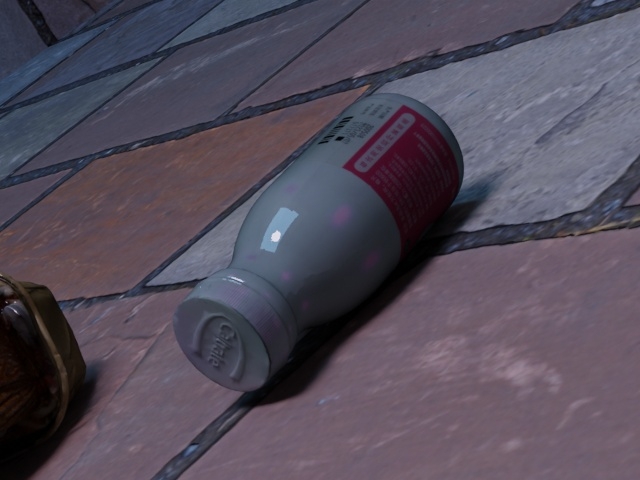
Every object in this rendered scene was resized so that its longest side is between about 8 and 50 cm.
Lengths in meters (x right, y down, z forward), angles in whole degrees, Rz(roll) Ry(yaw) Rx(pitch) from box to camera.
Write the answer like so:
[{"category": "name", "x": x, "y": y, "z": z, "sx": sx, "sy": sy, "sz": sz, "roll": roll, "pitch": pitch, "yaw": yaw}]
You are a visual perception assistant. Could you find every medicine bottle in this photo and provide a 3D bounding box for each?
[{"category": "medicine bottle", "x": 0.000, "y": 0.000, "z": 1.098, "sx": 0.090, "sy": 0.090, "sz": 0.216, "roll": -16, "pitch": 22, "yaw": 45}]

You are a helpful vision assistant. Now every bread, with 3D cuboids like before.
[{"category": "bread", "x": -0.271, "y": 0.114, "z": 1.211, "sx": 0.224, "sy": 0.142, "sz": 0.212, "roll": -26, "pitch": 2, "yaw": 23}]
